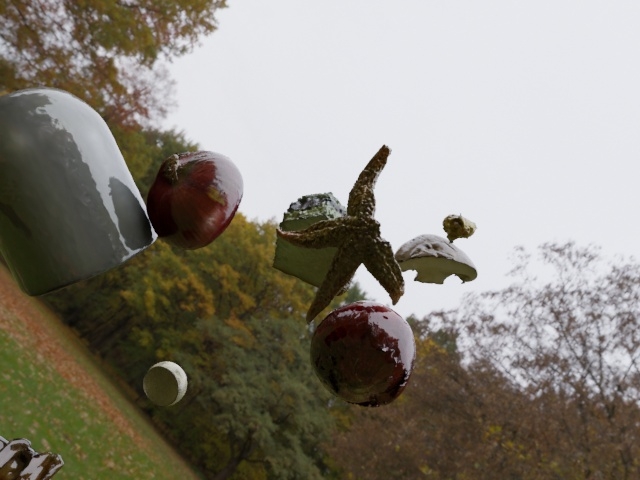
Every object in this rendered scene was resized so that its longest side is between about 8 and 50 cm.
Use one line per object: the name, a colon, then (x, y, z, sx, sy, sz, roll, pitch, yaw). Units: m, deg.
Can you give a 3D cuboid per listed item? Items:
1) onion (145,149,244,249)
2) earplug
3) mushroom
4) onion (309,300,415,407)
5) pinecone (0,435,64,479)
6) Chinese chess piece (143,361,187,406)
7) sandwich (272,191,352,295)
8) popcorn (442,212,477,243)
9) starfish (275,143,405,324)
onion: (-0.283, -0.095, 1.132, 0.161, 0.248, 0.248, 19, -3, -39)
earplug: (-0.576, -0.120, 1.112, 0.312, 0.312, 0.394, 8, -57, 55)
mushroom: (0.385, 0.052, 1.735, 0.285, 0.151, 0.156, 9, -41, -3)
onion: (0.108, 0.286, 1.317, 0.276, 0.276, 0.276, 37, -25, 21)
pinecone: (-0.587, 0.512, 0.843, 0.397, 0.398, 0.398, 37, -25, 21)
Chinese chess piece: (-0.432, 0.400, 1.439, 0.122, 0.122, 0.051, 41, 13, 12)
sandwich: (0.000, 0.000, 1.602, 0.262, 0.131, 0.325, 23, -43, 10)
popcorn: (0.341, -0.025, 1.289, 0.084, 0.084, 0.084, 37, -25, 21)
starfish: (0.084, 0.006, 1.359, 0.398, 0.383, 0.132, 65, 19, 5)
